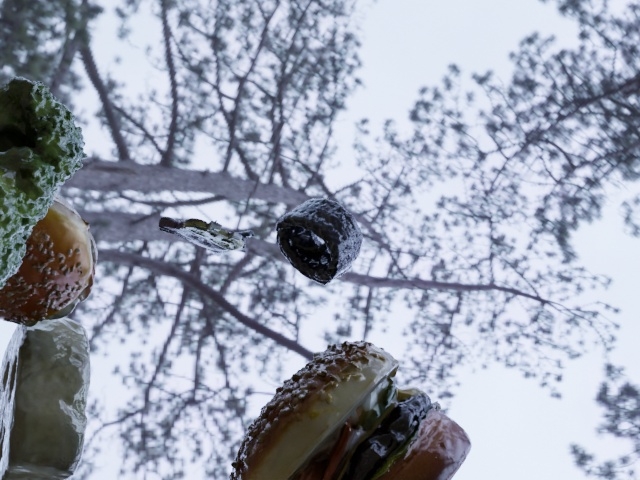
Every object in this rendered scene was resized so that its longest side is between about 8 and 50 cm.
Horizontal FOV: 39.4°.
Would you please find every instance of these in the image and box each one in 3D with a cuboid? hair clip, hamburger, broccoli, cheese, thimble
[{"bbox_3d":[-0.216,-0.010,1.812,0.146,0.187,0.056,-8,-108,49],"label":"hair clip"},{"bbox_3d":[0.029,0.261,1.099,0.225,0.291,0.291,43,-74,11],"label":"hamburger"},{"bbox_3d":[-0.431,0.019,1.281,0.237,0.237,0.147,-42,-137,20],"label":"hamburger"},{"bbox_3d":[-0.340,-0.085,0.774,0.254,0.186,0.302,4,-117,-3],"label":"broccoli"},{"bbox_3d":[-0.440,0.274,1.379,0.326,0.115,0.317,-147,-110,-66],"label":"cheese"},{"bbox_3d":[-0.001,-0.002,1.131,0.104,0.066,0.095,49,-43,10],"label":"thimble"}]
